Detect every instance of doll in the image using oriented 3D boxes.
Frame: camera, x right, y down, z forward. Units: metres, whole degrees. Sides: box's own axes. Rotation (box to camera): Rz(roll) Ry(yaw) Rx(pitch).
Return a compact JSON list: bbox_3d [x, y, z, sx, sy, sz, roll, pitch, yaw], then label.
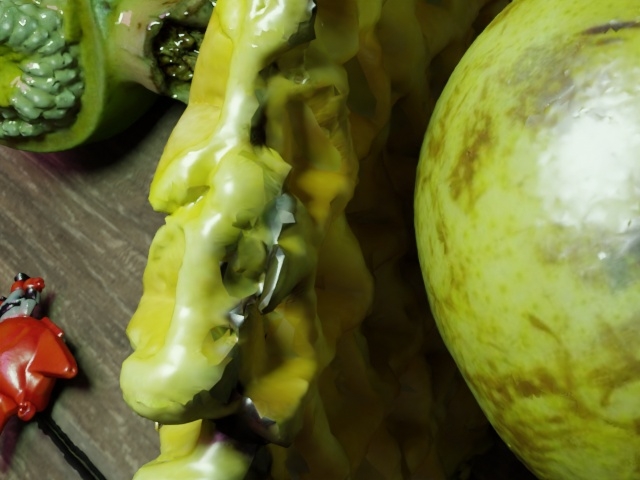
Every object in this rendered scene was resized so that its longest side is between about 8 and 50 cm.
[{"bbox_3d":[-0.241,0.087,1.362,0.109,0.057,0.169,-42,38,14],"label":"doll"}]

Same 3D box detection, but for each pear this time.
[{"bbox_3d":[0.182,-0.007,0.765,0.284,0.283,0.283,-30,42,32],"label":"pear"}]

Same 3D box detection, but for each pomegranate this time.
[{"bbox_3d":[-0.197,-0.191,1.397,0.341,0.260,0.260,23,80,23],"label":"pomegranate"}]

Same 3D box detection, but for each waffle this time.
[{"bbox_3d":[0.027,-0.009,0.867,0.095,0.380,0.382,8,75,25],"label":"waffle"}]
